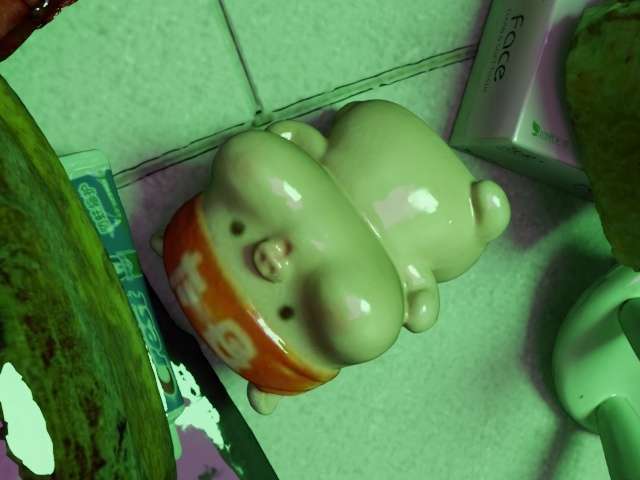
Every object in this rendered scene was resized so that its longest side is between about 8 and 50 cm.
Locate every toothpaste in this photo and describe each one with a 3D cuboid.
[{"bbox_3d":[-0.123,0.042,0.502,0.057,0.035,0.197,-21,93,-39],"label":"toothpaste"}]

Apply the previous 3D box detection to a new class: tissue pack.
[{"bbox_3d":[0.240,-0.099,0.642,0.246,0.092,0.148,17,89,-22],"label":"tissue pack"}]

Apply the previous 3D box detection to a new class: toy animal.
[{"bbox_3d":[0.000,0.000,0.526,0.198,0.171,0.171,-35,105,-19],"label":"toy animal"}]

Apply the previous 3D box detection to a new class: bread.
[{"bbox_3d":[0.237,-0.071,0.521,0.102,0.138,0.196,-28,109,-18],"label":"bread"}]

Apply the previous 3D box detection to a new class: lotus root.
[{"bbox_3d":[-0.174,0.061,0.392,0.179,0.196,0.397,-17,92,19],"label":"lotus root"}]

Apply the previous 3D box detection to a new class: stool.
[{"bbox_3d":[0.295,0.126,0.595,0.195,0.198,0.195,-5,123,-11],"label":"stool"}]

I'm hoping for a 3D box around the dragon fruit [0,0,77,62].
[{"bbox_3d":[-0.187,-0.168,0.459,0.161,0.120,0.127,-43,101,-6],"label":"dragon fruit"}]

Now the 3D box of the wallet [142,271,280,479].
[{"bbox_3d":[-0.131,0.170,0.536,0.197,0.051,0.377,-34,101,-18],"label":"wallet"}]
